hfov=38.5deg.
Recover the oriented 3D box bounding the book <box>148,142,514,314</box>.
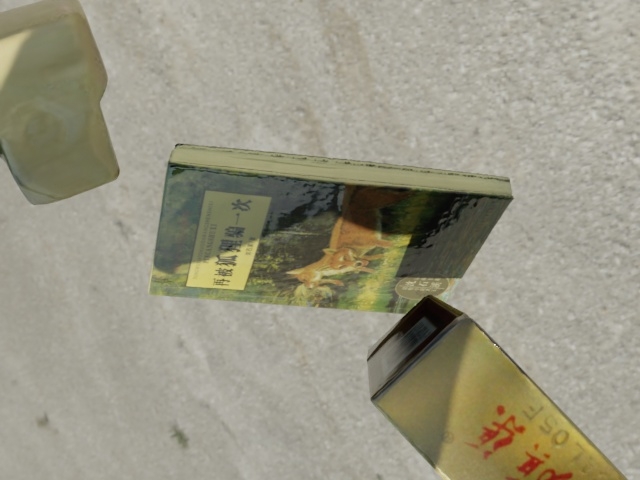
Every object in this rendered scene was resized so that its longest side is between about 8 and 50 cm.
[{"bbox_3d":[0.000,0.000,0.644,0.160,0.228,0.024,112,158,-52],"label":"book"}]

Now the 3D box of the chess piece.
[{"bbox_3d":[-0.185,-0.036,0.387,0.090,0.200,0.090,159,90,-81],"label":"chess piece"}]

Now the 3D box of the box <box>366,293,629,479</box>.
[{"bbox_3d":[0.102,0.111,0.533,0.159,0.071,0.240,45,-179,4],"label":"box"}]
